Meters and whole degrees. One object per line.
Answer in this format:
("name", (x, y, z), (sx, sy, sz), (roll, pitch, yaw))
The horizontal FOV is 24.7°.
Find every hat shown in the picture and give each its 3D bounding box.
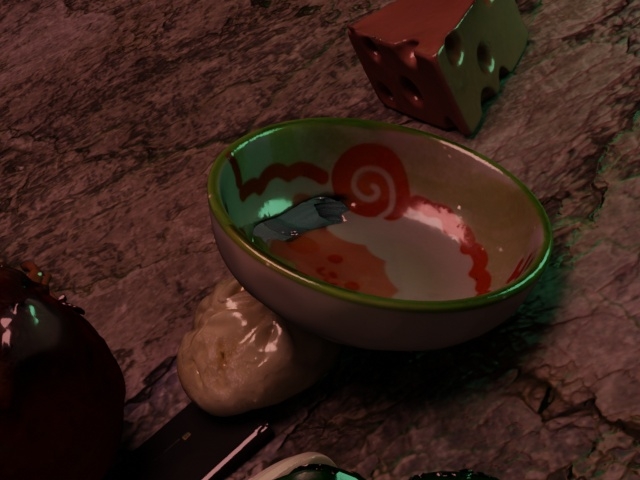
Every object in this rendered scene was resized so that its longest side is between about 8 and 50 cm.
("hat", (0.000, 0.000, 1.549), (0.191, 0.078, 0.138), (-18, 29, -20))

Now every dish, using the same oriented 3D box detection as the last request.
("dish", (0.047, 0.015, 1.377), (0.324, 0.124, 0.324), (8, 32, -5))

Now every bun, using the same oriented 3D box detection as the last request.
("bun", (-0.068, 0.086, 1.426), (0.183, 0.102, 0.183), (-20, 25, 10))

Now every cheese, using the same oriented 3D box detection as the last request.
("cheese", (0.161, -0.238, 1.716), (0.177, 0.128, 0.203), (-38, 30, -14))

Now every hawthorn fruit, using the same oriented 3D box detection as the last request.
("hawthorn fruit", (-0.343, 0.164, 1.370), (0.325, 0.308, 0.308), (-36, 30, -23))

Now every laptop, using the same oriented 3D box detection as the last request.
("laptop", (-0.149, 0.218, 1.396), (0.197, 0.016, 0.135), (-39, 30, -17))

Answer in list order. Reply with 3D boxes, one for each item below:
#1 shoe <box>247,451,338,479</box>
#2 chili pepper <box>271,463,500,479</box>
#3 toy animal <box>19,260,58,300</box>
("shoe", (-0.101, 0.265, 1.209), (0.265, 0.095, 0.110), (-45, 33, -21))
("chili pepper", (0.022, 0.261, 0.921), (0.233, 0.257, 0.248), (6, 65, 21))
("toy animal", (-0.396, 0.135, 1.685), (0.224, 0.066, 0.230), (-29, 35, 0))
